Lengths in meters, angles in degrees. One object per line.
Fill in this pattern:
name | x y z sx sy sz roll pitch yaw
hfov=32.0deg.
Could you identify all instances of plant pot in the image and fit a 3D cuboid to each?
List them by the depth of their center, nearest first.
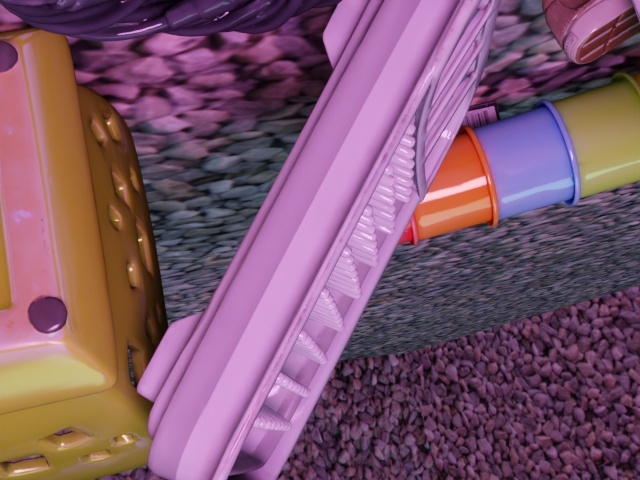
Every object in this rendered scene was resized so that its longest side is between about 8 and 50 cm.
plant pot | -0.209 0.019 0.609 0.228 0.227 0.207 -10 163 -5

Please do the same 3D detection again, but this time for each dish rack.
dish rack | 0.000 0.000 0.652 0.072 0.333 0.285 26 173 7

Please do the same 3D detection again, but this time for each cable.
cable | -0.065 -0.128 0.491 0.184 0.047 0.150 -8 173 -31

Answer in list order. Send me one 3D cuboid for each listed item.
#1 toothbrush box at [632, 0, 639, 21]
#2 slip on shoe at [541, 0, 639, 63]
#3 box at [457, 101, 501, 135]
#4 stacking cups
toothbrush box | 0.347 -0.137 0.570 0.295 0.126 0.216 -28 161 36
slip on shoe | 0.192 -0.150 0.649 0.135 0.041 0.051 -29 154 -6
box | 0.090 -0.071 0.954 0.116 0.029 0.162 -12 170 2
stacking cups | 0.152 -0.056 0.834 0.316 0.096 0.096 -18 169 -4
